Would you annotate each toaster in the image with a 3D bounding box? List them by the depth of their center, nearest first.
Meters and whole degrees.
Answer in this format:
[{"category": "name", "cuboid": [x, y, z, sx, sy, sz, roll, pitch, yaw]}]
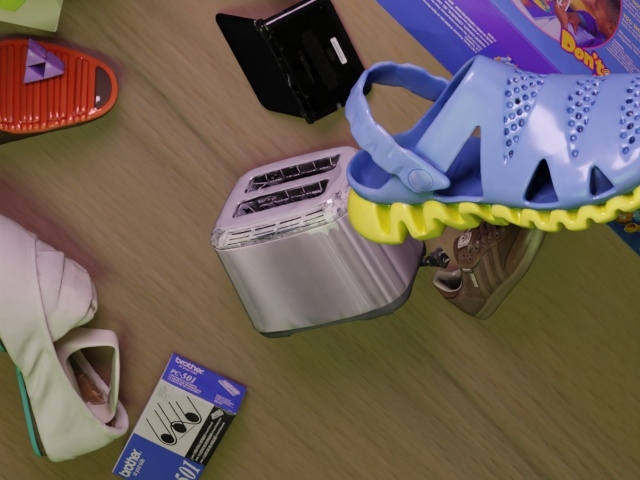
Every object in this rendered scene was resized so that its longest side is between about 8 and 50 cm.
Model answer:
[{"category": "toaster", "cuboid": [0.000, 0.000, 1.997, 0.227, 0.129, 0.146, -12, 126, 31]}]

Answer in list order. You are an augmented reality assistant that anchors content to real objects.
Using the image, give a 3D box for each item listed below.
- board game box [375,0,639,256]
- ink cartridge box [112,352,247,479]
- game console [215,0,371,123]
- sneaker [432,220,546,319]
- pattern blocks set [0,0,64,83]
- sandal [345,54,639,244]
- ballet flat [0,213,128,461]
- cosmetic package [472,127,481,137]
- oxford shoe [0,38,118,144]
[{"category": "board game box", "cuboid": [0.209, -0.180, 1.665, 0.347, 0.233, 0.078, 42, 133, -21]}, {"category": "ink cartridge box", "cuboid": [-0.167, 0.223, 2.338, 0.097, 0.046, 0.207, 26, 137, -4]}, {"category": "game console", "cuboid": [-0.025, -0.180, 1.912, 0.107, 0.071, 0.122, -27, 125, 3]}, {"category": "sneaker", "cuboid": [0.170, 0.011, 1.990, 0.071, 0.066, 0.188, 25, 136, -4]}, {"category": "pattern blocks set", "cuboid": [-0.302, -0.280, 1.855, 0.285, 0.026, 0.325, 0, 130, 1]}, {"category": "sandal", "cuboid": [0.142, -0.083, 1.533, 0.317, 0.126, 0.138, -10, 125, 27]}, {"category": "ballet flat", "cuboid": [-0.296, 0.098, 2.221, 0.139, 0.139, 0.400, 5, 139, 15]}, {"category": "cosmetic package", "cuboid": [0.162, -0.095, 1.851, 0.041, 0.115, 0.060, 26, 136, -6]}, {"category": "oxford shoe", "cuboid": [-0.326, -0.141, 2.025, 0.271, 0.097, 0.098, -1, 164, 14]}]
